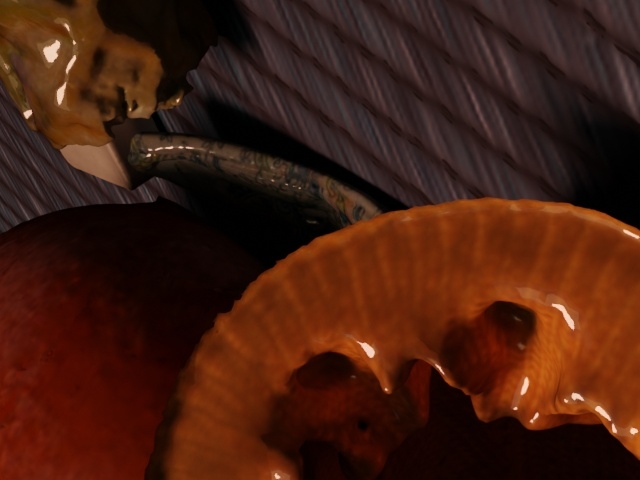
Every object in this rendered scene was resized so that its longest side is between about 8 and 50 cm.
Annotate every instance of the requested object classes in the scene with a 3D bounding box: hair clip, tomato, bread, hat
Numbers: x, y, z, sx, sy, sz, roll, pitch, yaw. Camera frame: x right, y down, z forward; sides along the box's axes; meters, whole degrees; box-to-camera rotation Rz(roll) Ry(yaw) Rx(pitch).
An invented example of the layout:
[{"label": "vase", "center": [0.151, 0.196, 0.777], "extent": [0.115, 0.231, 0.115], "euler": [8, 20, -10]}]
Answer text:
[{"label": "hair clip", "center": [0.002, -0.001, 0.739], "extent": [0.229, 0.036, 0.066], "euler": [31, 154, 36]}, {"label": "tomato", "center": [-0.085, 0.118, 0.817], "extent": [0.265, 0.265, 0.265], "euler": [44, 158, 23]}, {"label": "bread", "center": [-0.133, -0.164, 0.693], "extent": [0.087, 0.098, 0.269], "euler": [-15, 119, 23]}, {"label": "hat", "center": [0.101, 0.116, 0.603], "extent": [0.233, 0.244, 0.233], "euler": [28, -133, -67]}]

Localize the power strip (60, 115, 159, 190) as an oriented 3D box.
[{"label": "power strip", "center": [-0.135, -0.107, 0.869], "extent": [0.081, 0.035, 0.192], "euler": [20, 142, 53]}]
